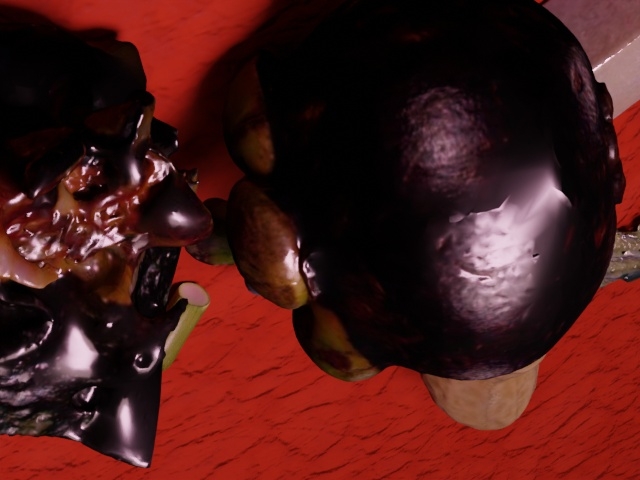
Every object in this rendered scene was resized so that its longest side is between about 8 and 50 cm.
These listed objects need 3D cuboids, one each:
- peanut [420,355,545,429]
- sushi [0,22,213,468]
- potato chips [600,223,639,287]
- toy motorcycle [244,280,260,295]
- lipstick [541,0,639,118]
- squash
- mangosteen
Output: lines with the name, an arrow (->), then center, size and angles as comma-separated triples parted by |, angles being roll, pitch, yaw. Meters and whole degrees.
peanut -> 0.137, 0.076, 1.642 | 0.123, 0.123, 0.257 | -25, 146, -13
sushi -> -0.180, -0.022, 1.170 | 0.227, 0.215, 0.212 | 15, 123, -26
potato chips -> 0.315, -0.001, 1.787 | 0.207, 0.028, 0.092 | -9, 141, -37
toy motorcycle -> 0.000, 0.000, 1.468 | 0.124, 0.061, 0.193 | -45, 142, 8
lipstick -> 0.259, -0.183, 1.434 | 0.371, 0.076, 0.080 | -36, 147, 6
squash -> -0.112, 0.068, 1.495 | 0.027, 0.027, 0.083 | -2, 139, -40
mangosteen -> 0.058, -0.040, 1.305 | 0.233, 0.287, 0.287 | -56, 169, -42
